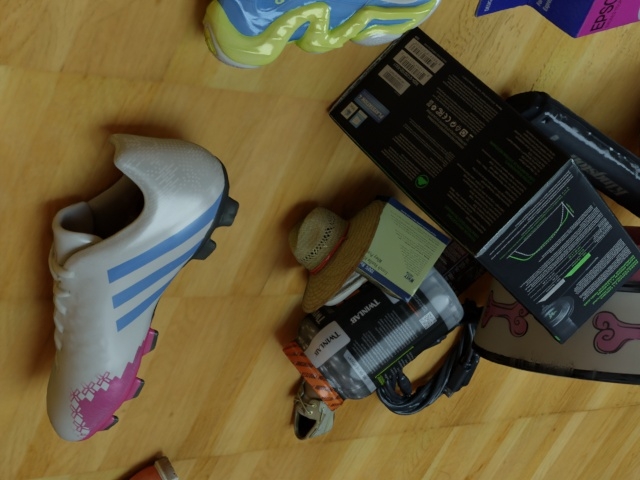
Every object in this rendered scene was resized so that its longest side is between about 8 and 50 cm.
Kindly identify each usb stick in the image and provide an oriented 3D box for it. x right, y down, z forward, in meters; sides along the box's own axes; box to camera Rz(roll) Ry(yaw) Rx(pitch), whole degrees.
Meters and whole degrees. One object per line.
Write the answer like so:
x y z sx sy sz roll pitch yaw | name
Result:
0.323 -0.087 1.602 0.278 0.077 0.045 31 72 -26 | usb stick

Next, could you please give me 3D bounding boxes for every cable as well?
0.144 0.144 1.793 0.150 0.047 0.184 -7 134 -32 | cable

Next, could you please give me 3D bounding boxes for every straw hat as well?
0.000 0.000 1.477 0.061 0.144 0.144 36 102 -15 | straw hat

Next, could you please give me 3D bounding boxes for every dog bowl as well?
0.385 0.066 1.661 0.408 0.408 0.150 -1 96 -42 | dog bowl

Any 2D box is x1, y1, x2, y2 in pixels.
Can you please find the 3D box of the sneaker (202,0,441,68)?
0.011 -0.233 1.228 0.240 0.091 0.126 -23 140 -23 | sneaker

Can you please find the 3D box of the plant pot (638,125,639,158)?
0.535 -0.125 1.724 0.239 0.254 0.254 0 129 -23 | plant pot

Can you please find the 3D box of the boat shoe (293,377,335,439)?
-0.008 0.196 1.691 0.045 0.050 0.135 -28 143 -27 | boat shoe

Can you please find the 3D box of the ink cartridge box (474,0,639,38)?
0.336 -0.289 1.329 0.371 0.069 0.176 -15 153 -18 | ink cartridge box

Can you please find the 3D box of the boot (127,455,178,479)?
-0.197 0.324 1.648 0.085 0.059 0.158 -27 133 -15 | boot

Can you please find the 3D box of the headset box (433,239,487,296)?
0.168 0.029 1.698 0.083 0.032 0.062 -43 145 0 | headset box

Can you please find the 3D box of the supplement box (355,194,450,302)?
0.077 0.009 1.509 0.083 0.056 0.083 35 85 -14 | supplement box

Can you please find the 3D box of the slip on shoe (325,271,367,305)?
0.044 0.016 1.555 0.135 0.051 0.041 -37 142 0 | slip on shoe

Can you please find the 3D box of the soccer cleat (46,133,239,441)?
-0.208 0.040 1.311 0.143 0.116 0.331 17 114 -33 | soccer cleat

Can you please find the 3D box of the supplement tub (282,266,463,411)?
0.058 0.099 1.596 0.190 0.117 0.117 -39 144 -5 | supplement tub

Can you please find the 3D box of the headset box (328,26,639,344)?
0.179 -0.050 1.444 0.131 0.246 0.283 -46 145 4 | headset box
